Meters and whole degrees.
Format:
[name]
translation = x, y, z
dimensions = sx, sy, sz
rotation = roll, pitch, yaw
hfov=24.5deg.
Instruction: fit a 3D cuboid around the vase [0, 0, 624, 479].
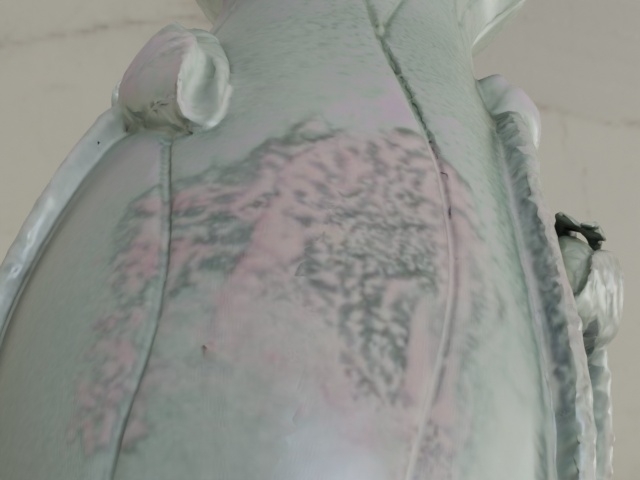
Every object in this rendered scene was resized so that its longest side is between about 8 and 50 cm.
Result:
[vase]
translation = 0.000, 0.000, 0.618
dimensions = 0.250, 0.445, 0.250
rotation = 4, -43, 4
